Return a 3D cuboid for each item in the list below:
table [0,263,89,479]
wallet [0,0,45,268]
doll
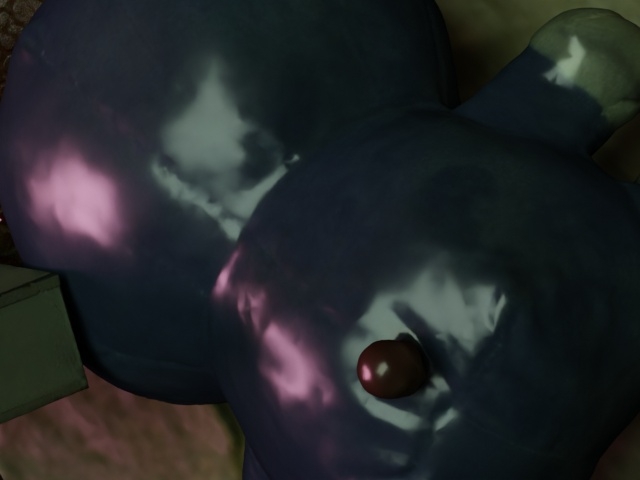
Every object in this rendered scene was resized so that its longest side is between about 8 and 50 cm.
[{"bbox_3d":[-0.183,0.072,0.714,0.240,0.121,0.111,7,115,58],"label":"table"},{"bbox_3d":[-0.189,-0.080,0.828,0.243,0.039,0.133,22,94,32],"label":"wallet"},{"bbox_3d":[0.000,0.000,0.649,0.258,0.154,0.228,41,108,36],"label":"doll"}]
